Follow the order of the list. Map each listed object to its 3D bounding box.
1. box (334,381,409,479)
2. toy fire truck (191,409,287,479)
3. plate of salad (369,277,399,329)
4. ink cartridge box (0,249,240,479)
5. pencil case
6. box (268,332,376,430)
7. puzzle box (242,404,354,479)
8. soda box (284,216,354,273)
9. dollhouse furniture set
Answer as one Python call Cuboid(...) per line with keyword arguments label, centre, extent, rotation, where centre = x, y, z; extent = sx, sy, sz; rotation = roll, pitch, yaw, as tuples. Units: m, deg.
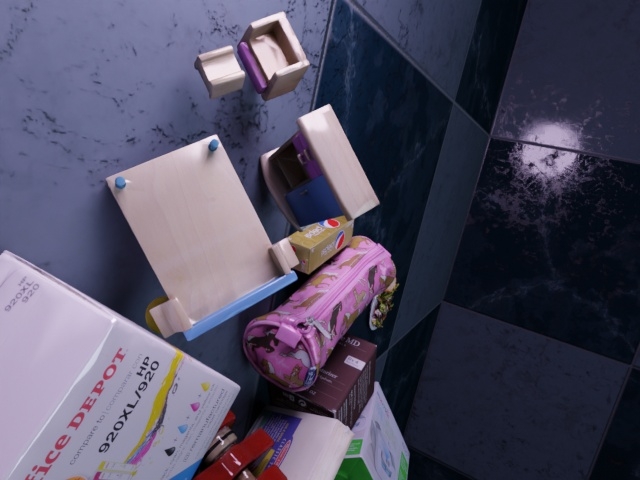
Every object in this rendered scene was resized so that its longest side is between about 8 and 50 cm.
Cuboid(label="box", centre=(0.112, 0.530, 1.098), extent=(0.262, 0.126, 0.231), rotation=(66, 25, -18))
Cuboid(label="toy fire truck", centre=(-0.208, 0.419, 0.685), extent=(0.254, 0.169, 0.302), rotation=(-55, 161, 23))
Cuboid(label="plate of salad", centre=(0.217, 0.210, 1.499), extent=(0.200, 0.048, 0.200), rotation=(-44, 143, -46))
Cuboid(label="ink cartridge box", centre=(-0.226, 0.156, 0.426), extent=(0.171, 0.168, 0.233), rotation=(-61, 152, -21))
Cuboid(label="pencil case", centre=(0.015, 0.128, 0.907), extent=(0.386, 0.167, 0.160), rotation=(-39, 122, -51))
Cuboid(label="box", centre=(0.010, 0.330, 1.017), extent=(0.203, 0.168, 0.167), rotation=(-45, 143, -45))
Cuboid(label="puzzle box", centre=(-0.125, 0.486, 0.764), extent=(0.052, 0.272, 0.409), rotation=(45, 58, -17))
Cuboid(label="soda box", centre=(0.000, 0.000, 0.905), extent=(0.181, 0.061, 0.058), rotation=(-35, 137, -52))
Cuboid(label="dollhouse furniture set", centre=(-0.136, -0.070, 0.574), extent=(0.303, 0.198, 0.287), rotation=(-30, 97, -22))
